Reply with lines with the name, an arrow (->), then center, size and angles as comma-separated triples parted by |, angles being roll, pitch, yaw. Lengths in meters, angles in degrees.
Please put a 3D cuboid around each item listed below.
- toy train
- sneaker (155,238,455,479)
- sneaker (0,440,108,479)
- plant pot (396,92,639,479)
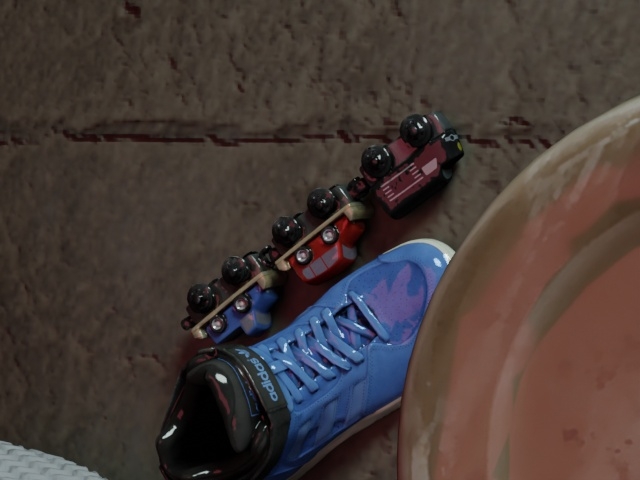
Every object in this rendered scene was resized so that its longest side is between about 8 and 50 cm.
toy train -> 0.000, 0.000, 0.746 | 0.158, 0.027, 0.036 | -38, 80, 22
sneaker -> -0.007, 0.056, 0.711 | 0.152, 0.084, 0.058 | -42, 68, 20
sneaker -> -0.090, 0.217, 0.678 | 0.366, 0.137, 0.210 | 15, 102, 12
plant pot -> 0.169, 0.061, 0.500 | 0.323, 0.280, 0.323 | -2, 85, 28
